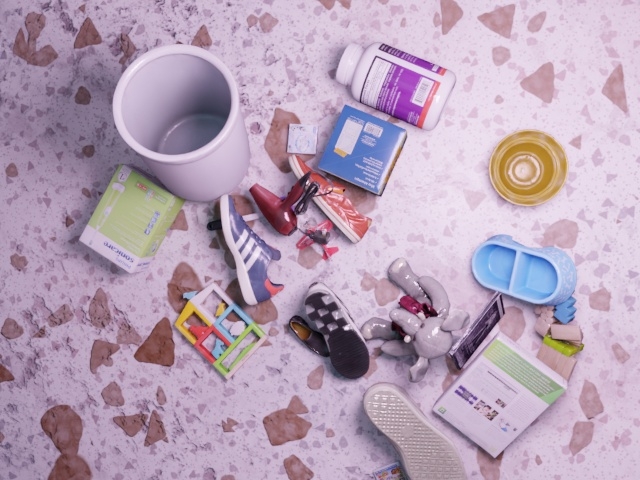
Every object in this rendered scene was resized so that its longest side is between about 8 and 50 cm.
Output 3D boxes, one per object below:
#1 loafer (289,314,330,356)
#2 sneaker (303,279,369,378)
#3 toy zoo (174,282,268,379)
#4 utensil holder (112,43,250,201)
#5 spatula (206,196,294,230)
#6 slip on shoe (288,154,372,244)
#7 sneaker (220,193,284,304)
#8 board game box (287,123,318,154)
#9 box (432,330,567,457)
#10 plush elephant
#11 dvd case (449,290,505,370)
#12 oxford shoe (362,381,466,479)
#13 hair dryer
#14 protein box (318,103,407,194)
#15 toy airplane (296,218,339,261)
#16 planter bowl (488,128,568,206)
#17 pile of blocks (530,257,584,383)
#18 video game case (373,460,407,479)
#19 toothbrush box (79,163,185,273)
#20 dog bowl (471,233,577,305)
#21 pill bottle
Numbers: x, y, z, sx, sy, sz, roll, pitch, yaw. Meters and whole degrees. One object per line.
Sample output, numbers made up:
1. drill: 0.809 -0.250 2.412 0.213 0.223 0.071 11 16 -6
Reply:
1. loafer: -0.034 0.301 1.933 0.170 0.061 0.062 38 95 6
2. sneaker: 0.058 0.260 1.892 0.122 0.146 0.331 -21 109 9
3. toy zoo: -0.331 0.272 1.999 0.293 0.030 0.192 44 97 7
4. utensil holder: -0.372 -0.309 1.781 0.327 0.385 0.328 0 76 0
5. spatula: -0.223 -0.073 1.974 0.296 0.030 0.084 -11 92 10
6. slip on shoe: 0.027 -0.138 1.893 0.101 0.123 0.331 -43 89 -2
7. sneaker: -0.206 0.015 1.926 0.148 0.131 0.350 -17 100 -4
8. board game box: -0.054 -0.314 1.947 0.089 0.020 0.090 6 92 10
9. box: 0.507 0.444 1.794 0.232 0.058 0.322 37 119 7
10. plush elephant: 0.282 0.245 1.780 0.329 0.255 0.272 32 96 7
11. dvd case: 0.447 0.259 1.779 0.018 0.164 0.221 36 81 31
12. oxford shoe: 0.280 0.586 1.861 0.169 0.130 0.449 -38 100 2
13. hair dryer: -0.085 -0.117 1.864 0.293 0.080 0.224 12 113 25
14. protein box: 0.128 -0.263 1.859 0.199 0.136 0.201 24 95 8
15. toy airplane: 0.000 0.000 1.931 0.151 0.028 0.151 7 107 25
16. planter bowl: 0.591 -0.205 1.805 0.217 0.090 0.218 0 90 9
17. pile of blocks: 0.688 0.215 1.777 0.148 0.112 0.363 0 97 49
18. video game case: 0.225 0.747 1.922 0.087 0.011 0.122 -24 87 10
19. toothbrush box: -0.594 -0.070 1.991 0.206 0.122 0.283 31 95 7
20. dog bowl: 0.555 0.083 1.751 0.297 0.074 0.166 20 107 41
21. pill bottle: 0.216 -0.457 1.818 0.322 0.181 0.182 25 95 9
